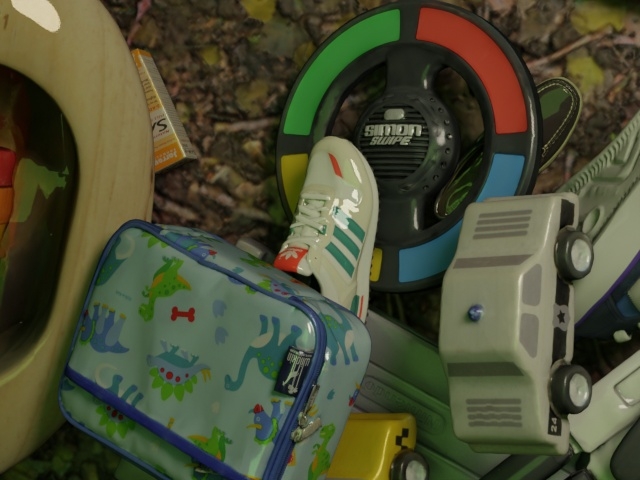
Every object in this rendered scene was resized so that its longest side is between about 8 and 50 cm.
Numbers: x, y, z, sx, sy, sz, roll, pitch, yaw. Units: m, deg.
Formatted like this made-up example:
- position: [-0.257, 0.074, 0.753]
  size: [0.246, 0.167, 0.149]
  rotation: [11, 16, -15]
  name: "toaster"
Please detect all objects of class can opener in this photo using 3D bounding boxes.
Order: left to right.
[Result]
- position: [0.171, 0.176, 1.273]
  size: [0.283, 0.095, 0.076]
  rotation: [-39, 83, 7]
  name: "can opener"

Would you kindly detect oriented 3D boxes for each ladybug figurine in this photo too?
- position: [-0.290, -0.016, 1.353]
  size: [0.305, 0.162, 0.449]
  rotation: [14, 100, -13]
  name: "ladybug figurine"

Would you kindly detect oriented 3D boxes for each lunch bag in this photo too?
- position: [-0.081, 0.096, 1.259]
  size: [0.219, 0.090, 0.176]
  rotation: [28, 101, 33]
  name: "lunch bag"

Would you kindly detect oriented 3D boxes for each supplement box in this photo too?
- position: [-0.150, -0.098, 1.419]
  size: [0.062, 0.036, 0.098]
  rotation: [-26, 86, 10]
  name: "supplement box"

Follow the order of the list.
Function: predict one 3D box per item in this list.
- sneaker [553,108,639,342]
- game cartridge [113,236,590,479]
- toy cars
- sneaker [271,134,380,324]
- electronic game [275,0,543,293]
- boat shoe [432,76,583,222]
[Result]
- position: [0.297, 0.020, 1.292]
  size: [0.236, 0.130, 0.323]
  rotation: [28, 123, -16]
  name: "sneaker"
- position: [0.038, 0.179, 1.374]
  size: [0.355, 0.068, 0.230]
  rotation: [29, 99, 9]
  name: "game cartridge"
- position: [0.069, 0.135, 1.243]
  size: [0.393, 0.087, 0.176]
  rotation: [-56, 50, 19]
  name: "toy cars"
- position: [0.000, 0.000, 1.309]
  size: [0.057, 0.075, 0.161]
  rotation: [4, 91, 36]
  name: "sneaker"
- position: [0.064, -0.073, 1.342]
  size: [0.229, 0.048, 0.229]
  rotation: [-5, 80, 31]
  name: "electronic game"
- position: [0.146, -0.064, 1.357]
  size: [0.056, 0.049, 0.152]
  rotation: [41, 99, 5]
  name: "boat shoe"
